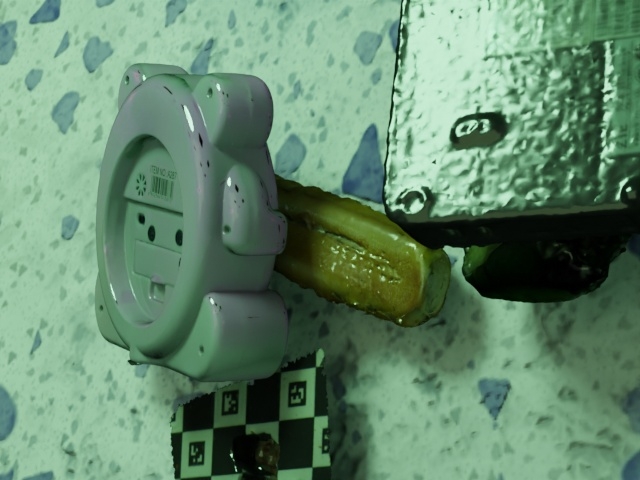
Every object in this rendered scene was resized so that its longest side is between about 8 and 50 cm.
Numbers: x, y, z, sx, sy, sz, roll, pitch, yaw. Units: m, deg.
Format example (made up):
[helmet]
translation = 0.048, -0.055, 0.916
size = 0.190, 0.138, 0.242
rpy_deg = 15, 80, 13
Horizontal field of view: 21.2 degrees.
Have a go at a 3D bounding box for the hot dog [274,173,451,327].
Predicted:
[hot dog]
translation = 0.000, -0.001, 1.397
size = 0.289, 0.068, 0.083
rpy_deg = 25, 98, 47

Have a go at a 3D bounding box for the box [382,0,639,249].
[box]
translation = 0.159, -0.168, 1.198
size = 0.211, 0.058, 0.350
rpy_deg = -4, 67, 25

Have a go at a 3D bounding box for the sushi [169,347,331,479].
[sushi]
translation = -0.041, 0.214, 1.378
size = 0.192, 0.040, 0.210
rpy_deg = -24, 63, 40

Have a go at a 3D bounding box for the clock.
[clock]
translation = -0.110, -0.018, 1.407
size = 0.227, 0.090, 0.248
rpy_deg = 15, 103, 56

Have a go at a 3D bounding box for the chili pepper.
[chili pepper]
translation = 0.182, -0.076, 1.256
size = 0.148, 0.116, 0.265
rpy_deg = -17, 63, 48
